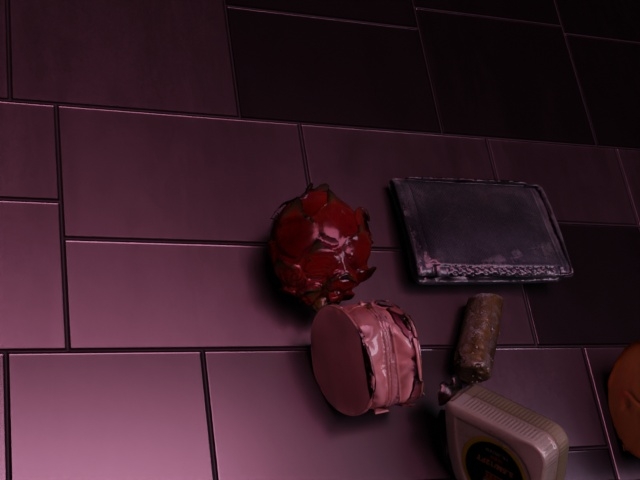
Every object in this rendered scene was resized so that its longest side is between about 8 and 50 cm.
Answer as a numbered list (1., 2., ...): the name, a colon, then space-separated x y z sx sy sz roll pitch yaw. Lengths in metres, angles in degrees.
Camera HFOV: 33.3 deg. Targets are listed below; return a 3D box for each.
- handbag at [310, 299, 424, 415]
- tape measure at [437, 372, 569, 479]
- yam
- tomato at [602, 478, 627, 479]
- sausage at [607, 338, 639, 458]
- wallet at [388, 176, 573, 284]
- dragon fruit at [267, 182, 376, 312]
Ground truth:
1. handbag: 0.080 0.199 1.833 0.116 0.179 0.205 -14 100 -34
2. tape measure: 0.307 0.365 1.846 0.235 0.207 0.115 23 38 37
3. yam: 0.296 0.177 1.999 0.078 0.078 0.179 24 57 -10
4. tomato: 0.489 0.534 1.801 0.270 0.222 0.270 0 93 -1
5. sausage: 0.732 0.300 2.033 0.287 0.233 0.233 2 63 -23
6. wallet: 0.312 -0.018 2.115 0.342 0.075 0.237 0 58 -21
7. dragon fruit: 0.000 0.000 1.909 0.192 0.193 0.274 -4 62 4
